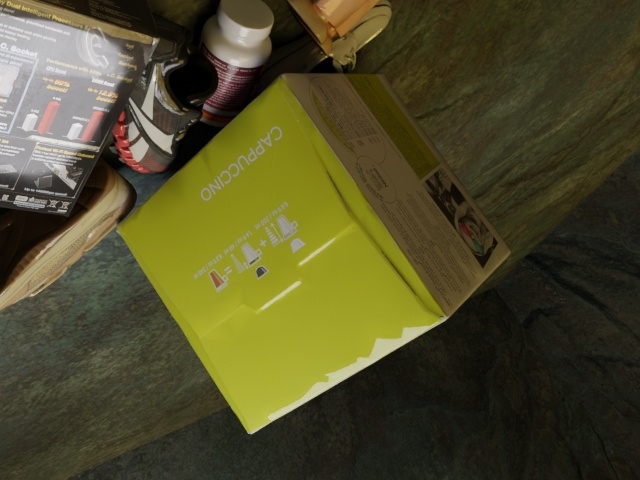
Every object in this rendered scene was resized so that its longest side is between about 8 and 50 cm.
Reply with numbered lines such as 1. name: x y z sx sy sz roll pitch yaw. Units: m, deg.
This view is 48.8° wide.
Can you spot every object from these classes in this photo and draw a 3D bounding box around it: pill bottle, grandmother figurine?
1. pill bottle: -0.110 -0.218 0.859 0.086 0.086 0.152 -18 155 -35
2. grandmother figurine: 0.111 -0.373 0.847 0.342 0.104 0.208 -39 -175 6

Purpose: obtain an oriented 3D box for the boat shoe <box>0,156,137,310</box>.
1. boat shoe: -0.390 0.026 0.929 0.341 0.122 0.110 -35 158 0

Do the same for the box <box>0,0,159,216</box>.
1. box: -0.331 -0.143 0.605 0.307 0.077 0.242 8 136 -38

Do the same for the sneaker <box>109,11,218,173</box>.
1. sneaker: -0.181 -0.157 0.813 0.135 0.098 0.276 7 154 2

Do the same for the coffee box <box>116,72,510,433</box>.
1. coffee box: 0.000 0.000 0.989 0.337 0.338 0.334 -36 175 29

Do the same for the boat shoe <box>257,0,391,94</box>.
1. boat shoe: 0.013 -0.253 0.978 0.226 0.076 0.083 -33 159 -3
